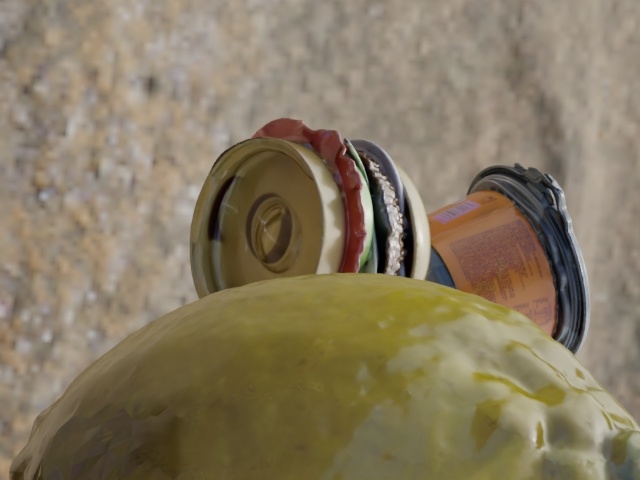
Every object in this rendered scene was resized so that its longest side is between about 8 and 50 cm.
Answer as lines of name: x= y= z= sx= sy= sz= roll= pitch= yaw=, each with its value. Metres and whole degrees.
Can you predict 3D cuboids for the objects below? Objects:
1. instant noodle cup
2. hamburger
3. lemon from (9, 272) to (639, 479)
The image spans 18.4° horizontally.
instant noodle cup: x=0.124 y=0.039 z=1.651 sx=0.125 sy=0.177 sz=0.208 roll=-19 pitch=129 yaw=-26
hamburger: x=0.002 y=-0.002 z=1.403 sx=0.137 sy=0.175 sz=0.175 roll=1 pitch=98 yaw=-41
lemon: x=0.006 y=0.146 z=0.957 sx=0.285 sy=0.316 sz=0.285 roll=-1 pitch=90 yaw=-83
